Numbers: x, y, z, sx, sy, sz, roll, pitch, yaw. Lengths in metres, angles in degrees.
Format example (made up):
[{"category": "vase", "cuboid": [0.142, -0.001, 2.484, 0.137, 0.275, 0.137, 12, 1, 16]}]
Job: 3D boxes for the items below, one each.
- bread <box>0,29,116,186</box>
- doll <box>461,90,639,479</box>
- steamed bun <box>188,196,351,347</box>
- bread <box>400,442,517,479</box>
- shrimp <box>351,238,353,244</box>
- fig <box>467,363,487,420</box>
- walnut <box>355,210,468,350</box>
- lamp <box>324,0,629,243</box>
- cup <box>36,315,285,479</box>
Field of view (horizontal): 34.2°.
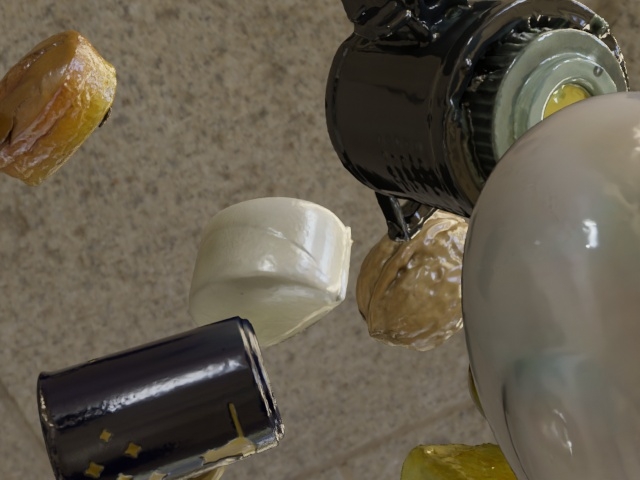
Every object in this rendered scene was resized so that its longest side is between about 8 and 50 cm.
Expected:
[{"category": "bread", "cuboid": [-0.448, -0.212, 1.665, 0.142, 0.195, 0.269, 33, 112, -34]}, {"category": "doll", "cuboid": [0.181, 0.027, 0.414, 0.221, 0.221, 0.251, -21, 98, -10]}, {"category": "steamed bun", "cuboid": [-0.083, 0.040, 1.403, 0.164, 0.146, 0.241, 22, 147, -24]}, {"category": "bread", "cuboid": [0.243, 0.321, 0.943, 0.361, 0.245, 0.233, 4, 103, -36]}, {"category": "shrimp", "cuboid": [0.000, 0.000, 2.037, 0.127, 0.091, 0.025, 0, 108, -19]}, {"category": "fig", "cuboid": [0.203, 0.118, 0.993, 0.120, 0.153, 0.136, 12, 156, -14]}, {"category": "walnut", "cuboid": [0.161, 0.064, 1.641, 0.245, 0.198, 0.198, -47, 133, -12]}, {"category": "lamp", "cuboid": [0.148, -0.114, 0.958, 0.205, 0.272, 0.374, -44, 138, -13]}, {"category": "cup", "cuboid": [-0.183, 0.214, 1.266, 0.256, 0.178, 0.255, -17, 163, -6]}]
